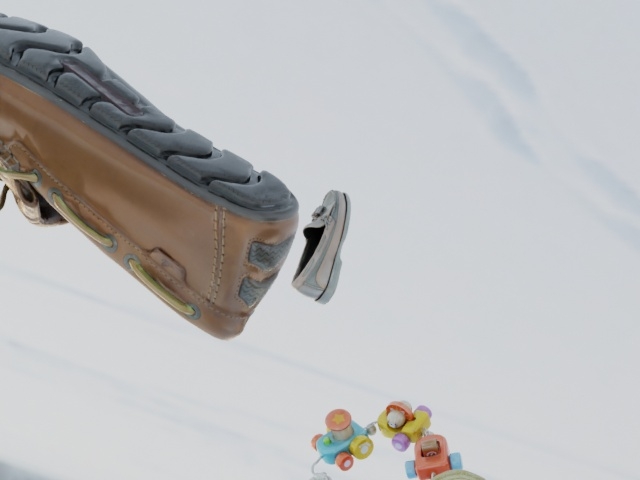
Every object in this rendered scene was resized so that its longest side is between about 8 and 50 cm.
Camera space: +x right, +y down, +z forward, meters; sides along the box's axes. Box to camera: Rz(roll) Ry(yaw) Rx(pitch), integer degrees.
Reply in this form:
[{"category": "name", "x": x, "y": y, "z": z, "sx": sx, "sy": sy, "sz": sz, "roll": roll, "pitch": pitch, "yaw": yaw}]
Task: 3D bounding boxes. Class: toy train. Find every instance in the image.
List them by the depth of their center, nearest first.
[{"category": "toy train", "x": 0.061, "y": 0.207, "z": 1.894, "sx": 0.166, "sy": 0.125, "sz": 0.046, "roll": -9, "pitch": 122, "yaw": 13}]

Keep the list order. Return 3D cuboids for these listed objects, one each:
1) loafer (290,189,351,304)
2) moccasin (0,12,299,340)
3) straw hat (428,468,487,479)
[{"category": "loafer", "x": 0.000, "y": 0.000, "z": 1.699, "sx": 0.039, "sy": 0.125, "sz": 0.045, "roll": 22, "pitch": 140, "yaw": -17}, {"category": "moccasin", "x": -0.186, "y": -0.059, "z": 1.398, "sx": 0.380, "sy": 0.147, "sz": 0.139, "roll": 32, "pitch": -158, "yaw": 18}, {"category": "straw hat", "x": 0.136, "y": 0.266, "z": 1.566, "sx": 0.144, "sy": 0.144, "sz": 0.061, "roll": 25, "pitch": 162, "yaw": -30}]
